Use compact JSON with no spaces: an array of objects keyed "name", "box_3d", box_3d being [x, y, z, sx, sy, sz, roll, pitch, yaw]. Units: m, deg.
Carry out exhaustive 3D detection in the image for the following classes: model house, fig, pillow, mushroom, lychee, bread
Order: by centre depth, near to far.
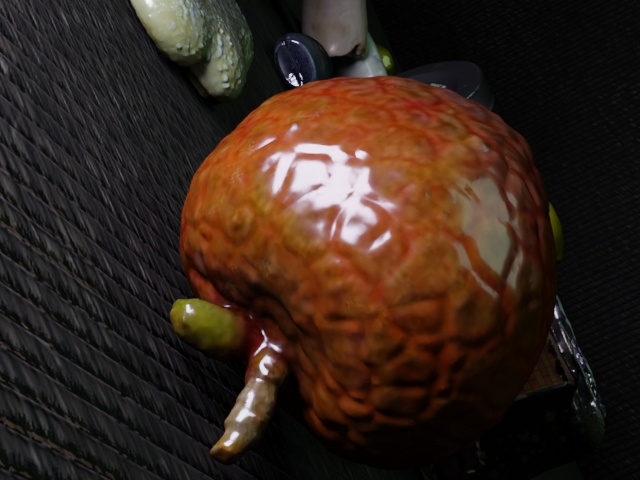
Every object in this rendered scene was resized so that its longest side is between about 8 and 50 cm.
[{"name":"lychee","box_3d":[0.026,0.025,0.782,0.255,0.300,0.255,45,-18,19]},{"name":"bread","box_3d":[-0.123,-0.235,1.141,0.207,0.056,0.286,51,17,-45]},{"name":"model house","box_3d":[0.123,0.096,1.188,0.154,0.207,0.294,22,42,-58]},{"name":"mushroom","box_3d":[0.014,-0.419,1.826,0.292,0.292,0.290,-53,145,-79]},{"name":"pillow","box_3d":[0.045,-0.285,1.988,0.254,0.078,0.144,67,-27,24]},{"name":"fig","box_3d":[0.064,-0.314,2.093,0.166,0.093,0.093,52,2,37]}]

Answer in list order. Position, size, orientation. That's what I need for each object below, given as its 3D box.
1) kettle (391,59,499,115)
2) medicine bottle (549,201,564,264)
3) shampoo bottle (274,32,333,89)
[{"name":"kettle","box_3d":[0.141,-0.050,1.652,0.321,0.228,0.324,19,-41,58]},{"name":"medicine bottle","box_3d":[0.161,0.024,1.388,0.124,0.239,0.124,57,11,-18]},{"name":"shampoo bottle","box_3d":[-0.019,-0.241,1.672,0.087,0.049,0.233,65,10,-5]}]
